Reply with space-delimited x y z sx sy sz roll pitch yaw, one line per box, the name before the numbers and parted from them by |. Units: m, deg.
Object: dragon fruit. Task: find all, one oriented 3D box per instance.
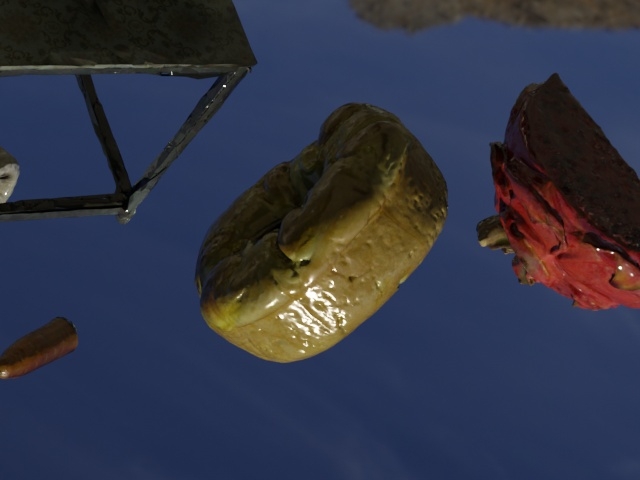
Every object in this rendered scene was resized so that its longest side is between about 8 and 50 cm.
dragon fruit | 0.270 -0.014 1.986 0.152 0.205 0.317 -18 -116 -40

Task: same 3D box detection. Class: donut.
donut | 0.000 0.000 1.558 0.128 0.261 0.208 43 -168 -21

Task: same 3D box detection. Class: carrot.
carrot | -0.332 0.128 1.947 0.048 0.048 0.139 33 -157 11

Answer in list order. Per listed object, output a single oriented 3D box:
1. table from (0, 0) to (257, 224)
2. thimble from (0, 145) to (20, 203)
table | -0.287 -0.164 1.465 0.335 0.272 0.222 -4 -118 -38
thimble | -0.389 -0.069 1.834 0.090 0.102 0.115 37 -165 6
